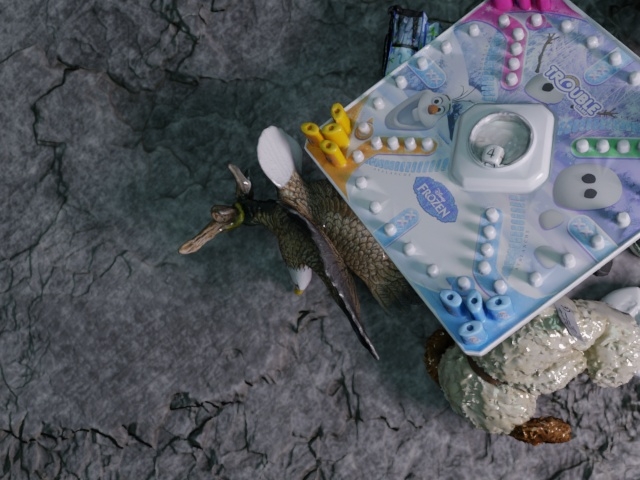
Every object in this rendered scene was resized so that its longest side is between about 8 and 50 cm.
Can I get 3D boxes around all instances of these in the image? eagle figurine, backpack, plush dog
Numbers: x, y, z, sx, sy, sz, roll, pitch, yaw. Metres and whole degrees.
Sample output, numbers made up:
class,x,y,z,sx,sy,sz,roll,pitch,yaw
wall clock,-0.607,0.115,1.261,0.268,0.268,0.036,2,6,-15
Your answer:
class,x,y,z,sx,sy,sz,roll,pitch,yaw
eagle figurine,0.001,0.006,1.130,0.298,0.225,0.226,23,74,21
backpack,0.131,-0.262,1.172,0.084,0.105,0.114,12,92,11
plush dog,0.243,0.152,1.066,0.262,0.210,0.226,39,123,33

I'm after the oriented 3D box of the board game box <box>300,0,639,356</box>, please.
class,x,y,z,sx,sy,sz,roll,pitch,yaw
board game box,0.219,-0.123,1.002,0.390,0.050,0.390,-37,59,2

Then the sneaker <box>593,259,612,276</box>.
class,x,y,z,sx,sy,sz,roll,pitch,yaw
sneaker,0.397,-0.086,1.117,0.107,0.100,0.272,5,85,5

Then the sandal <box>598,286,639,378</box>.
class,x,y,z,sx,sy,sz,roll,pitch,yaw
sandal,0.564,0.164,1.070,0.416,0.102,0.169,22,73,23

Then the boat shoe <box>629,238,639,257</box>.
class,x,y,z,sx,sy,sz,roll,pitch,yaw
boat shoe,0.575,-0.017,1.078,0.319,0.099,0.116,-3,84,9

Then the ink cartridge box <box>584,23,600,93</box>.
class,x,y,z,sx,sy,sz,roll,pitch,yaw
ink cartridge box,0.295,-0.210,1.127,0.209,0.062,0.109,-6,62,48
